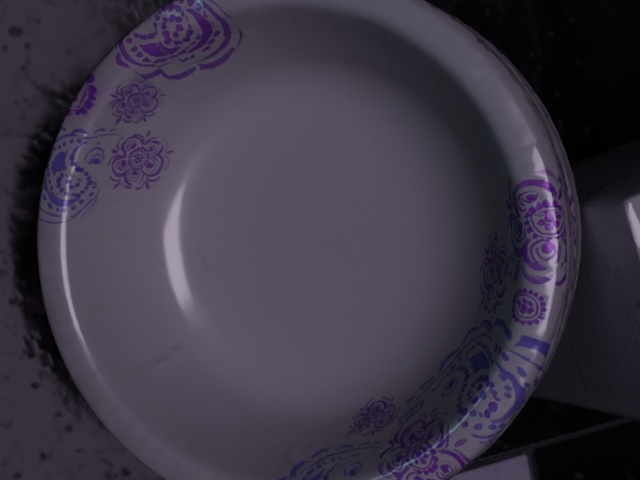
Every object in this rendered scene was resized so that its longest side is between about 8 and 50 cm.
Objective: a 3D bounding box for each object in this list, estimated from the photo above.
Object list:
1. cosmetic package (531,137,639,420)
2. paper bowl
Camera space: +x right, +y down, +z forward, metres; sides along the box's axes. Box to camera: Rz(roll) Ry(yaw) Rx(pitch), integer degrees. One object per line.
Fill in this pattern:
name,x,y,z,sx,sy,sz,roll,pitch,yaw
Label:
cosmetic package,0.235,0.004,0.746,0.224,0.225,0.138,-21,95,-18
paper bowl,0.000,0.000,0.668,0.284,0.148,0.284,1,95,17
